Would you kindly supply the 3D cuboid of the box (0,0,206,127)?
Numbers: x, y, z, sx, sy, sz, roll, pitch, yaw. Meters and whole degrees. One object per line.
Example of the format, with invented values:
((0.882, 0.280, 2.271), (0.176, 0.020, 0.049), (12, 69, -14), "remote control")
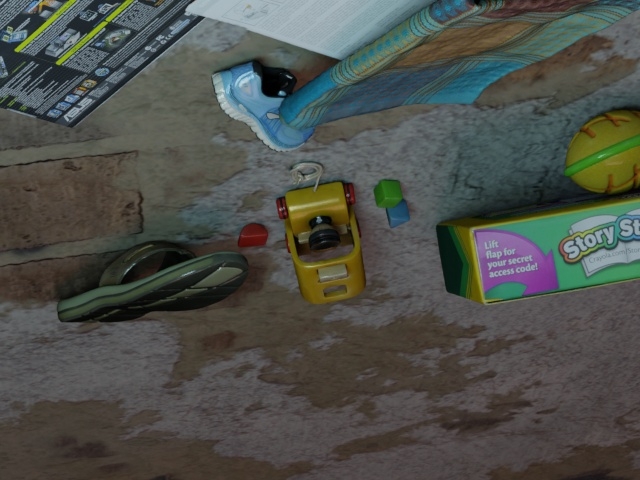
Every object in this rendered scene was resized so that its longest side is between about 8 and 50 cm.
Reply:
((-0.253, -0.222, 1.762), (0.216, 0.060, 0.270), (15, 143, -41), "box")

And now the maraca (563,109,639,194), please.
((0.376, -0.113, 2.207), (0.185, 0.099, 0.127), (-20, 178, -38), "maraca")

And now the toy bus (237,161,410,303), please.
((0.006, 0.004, 2.267), (0.202, 0.104, 0.191), (11, 145, -39), "toy bus")

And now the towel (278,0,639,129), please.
((0.149, -0.193, 1.842), (0.271, 0.040, 0.370), (-11, 173, -31), "towel")

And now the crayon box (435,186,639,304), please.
((0.347, -0.002, 2.252), (0.363, 0.106, 0.313), (-10, -177, -4), "crayon box")

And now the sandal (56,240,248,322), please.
((-0.225, 0.047, 2.290), (0.303, 0.086, 0.120), (-13, 164, 37), "sandal")

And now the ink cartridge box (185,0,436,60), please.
((0.010, -0.262, 1.748), (0.232, 0.066, 0.189), (16, 143, -40), "ink cartridge box")

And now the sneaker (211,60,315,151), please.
((-0.048, -0.150, 1.988), (0.073, 0.063, 0.162), (-28, 150, 22), "sneaker")
